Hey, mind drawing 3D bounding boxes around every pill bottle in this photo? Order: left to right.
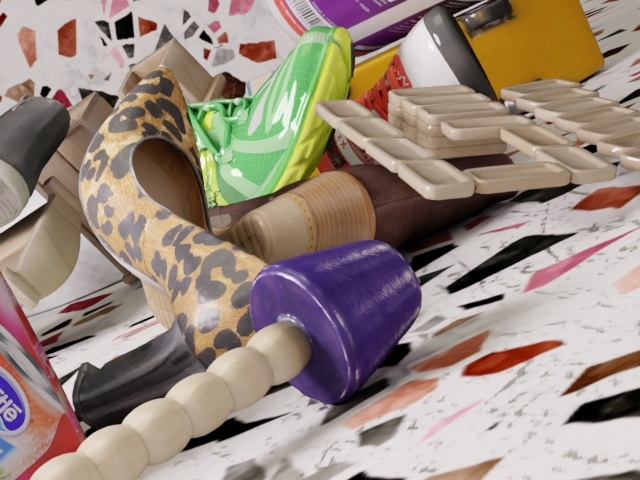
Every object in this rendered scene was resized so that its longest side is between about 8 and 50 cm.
[{"bbox_3d":[0.086,-0.298,1.532,0.181,0.181,0.323,-30,8,-33],"label":"pill bottle"}]

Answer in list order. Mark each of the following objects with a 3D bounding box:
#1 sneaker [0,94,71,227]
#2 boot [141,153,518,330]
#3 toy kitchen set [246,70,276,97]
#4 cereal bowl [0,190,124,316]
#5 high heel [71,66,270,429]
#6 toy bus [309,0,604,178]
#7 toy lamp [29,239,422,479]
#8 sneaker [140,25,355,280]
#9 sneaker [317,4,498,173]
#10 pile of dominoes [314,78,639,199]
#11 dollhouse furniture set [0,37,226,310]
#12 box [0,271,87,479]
[{"bbox_3d":[-0.314,-0.052,1.404,0.222,0.083,0.118,-14,31,36],"label":"sneaker"},{"bbox_3d":[0.000,0.000,1.128,0.207,0.090,0.248,-13,-3,-32],"label":"boot"},{"bbox_3d":[-0.020,-0.106,1.736,0.207,0.122,0.166,-5,-8,-43],"label":"toy kitchen set"},{"bbox_3d":[-0.234,-0.046,1.772,0.339,0.141,0.339,-25,9,4],"label":"cereal bowl"},{"bbox_3d":[-0.062,-0.022,0.967,0.186,0.093,0.261,-23,51,37],"label":"high heel"},{"bbox_3d":[0.104,-0.144,1.510,0.332,0.108,0.130,-27,8,-14],"label":"toy bus"},{"bbox_3d":[-0.062,0.079,0.736,0.274,0.080,0.080,-32,11,-34],"label":"toy lamp"},{"bbox_3d":[-0.079,-0.061,1.223,0.295,0.123,0.109,-47,10,35],"label":"sneaker"},{"bbox_3d":[0.060,-0.091,1.245,0.145,0.090,0.270,-26,-10,2],"label":"sneaker"},{"bbox_3d":[0.117,-0.056,1.008,0.196,0.040,0.251,-6,18,-15],"label":"pile of dominoes"},{"bbox_3d":[-0.213,0.041,1.387,0.303,0.174,0.355,-30,27,32],"label":"dollhouse furniture set"},{"bbox_3d":[-0.214,0.092,0.907,0.122,0.128,0.257,-26,8,-11],"label":"box"}]
